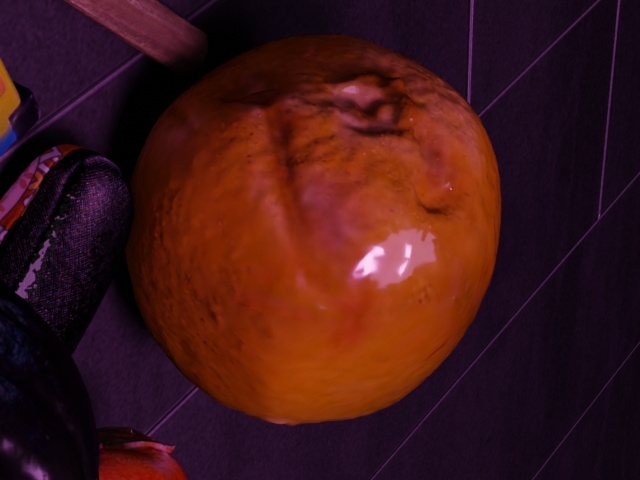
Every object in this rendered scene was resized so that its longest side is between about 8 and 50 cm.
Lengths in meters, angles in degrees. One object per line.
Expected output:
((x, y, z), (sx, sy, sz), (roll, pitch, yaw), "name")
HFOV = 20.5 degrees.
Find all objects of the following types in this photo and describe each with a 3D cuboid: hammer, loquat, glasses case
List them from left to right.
((-0.203, 0.061, 1.123), (0.267, 0.067, 0.103), (-60, 151, -15), "glasses case")
((-0.158, -0.170, 1.078), (0.111, 0.043, 0.365), (-68, 156, -3), "hammer")
((0.000, 0.000, 1.250), (0.276, 0.276, 0.284), (-38, 146, -45), "loquat")

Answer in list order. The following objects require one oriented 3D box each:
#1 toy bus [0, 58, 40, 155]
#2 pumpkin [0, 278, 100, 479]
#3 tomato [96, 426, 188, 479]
((-0.280, -0.030, 0.836), (0.288, 0.138, 0.175), (-54, 151, -26), "toy bus")
((-0.217, 0.100, 0.687), (0.248, 0.248, 0.248), (-42, 143, -42), "pumpkin")
((-0.168, 0.199, 1.192), (0.167, 0.167, 0.167), (-42, 143, -42), "tomato")
